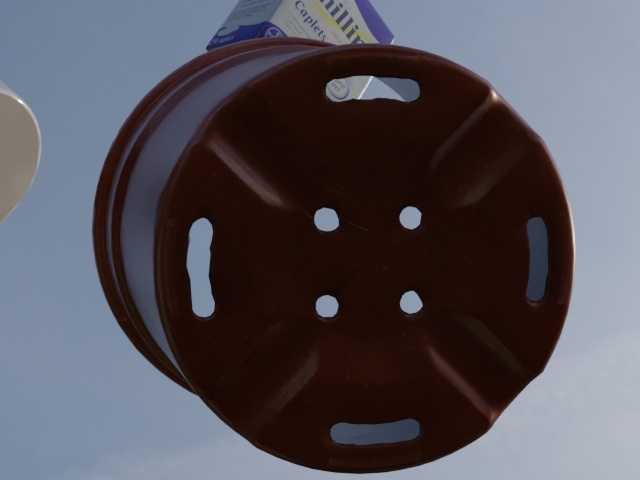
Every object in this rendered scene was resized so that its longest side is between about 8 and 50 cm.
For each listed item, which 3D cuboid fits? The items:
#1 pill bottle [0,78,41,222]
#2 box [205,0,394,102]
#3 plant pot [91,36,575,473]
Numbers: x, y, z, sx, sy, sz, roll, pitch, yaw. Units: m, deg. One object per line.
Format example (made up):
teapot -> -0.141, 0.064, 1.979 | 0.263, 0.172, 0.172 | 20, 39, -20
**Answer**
pill bottle -> -0.348, -0.121, 0.743 | 0.283, 0.160, 0.160 | 36, -31, 27
box -> -0.015, -0.182, 0.909 | 0.072, 0.137, 0.126 | -3, -41, 45
plant pot -> 0.000, 0.000, 0.575 | 0.272, 0.265, 0.272 | -1, -86, -10
